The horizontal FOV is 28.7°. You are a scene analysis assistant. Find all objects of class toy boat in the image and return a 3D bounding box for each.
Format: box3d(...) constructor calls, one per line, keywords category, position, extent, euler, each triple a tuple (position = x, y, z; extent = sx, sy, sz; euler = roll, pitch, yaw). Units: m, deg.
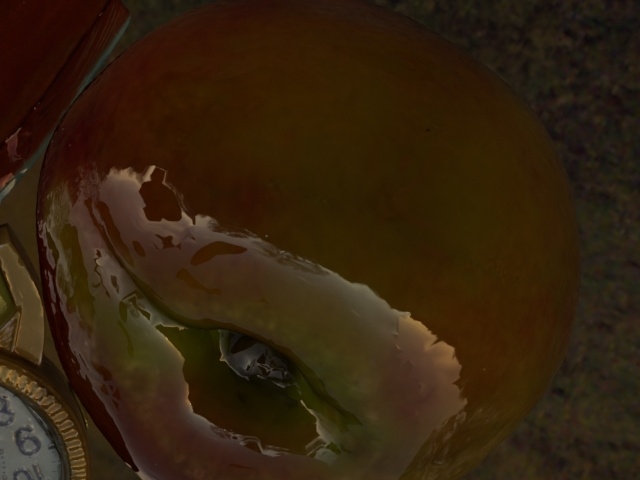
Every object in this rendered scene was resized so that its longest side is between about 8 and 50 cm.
box3d(category="toy boat", position=(-0.326, -0.125, 1.233), extent=(0.145, 0.332, 0.133), euler=(33, 163, 10))

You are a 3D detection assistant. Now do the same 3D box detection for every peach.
box3d(category="peach", position=(0.000, 0.000, 0.717), extent=(0.307, 0.332, 0.308), euler=(11, 125, 16))

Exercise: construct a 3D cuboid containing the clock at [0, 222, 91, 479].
box3d(category="clock", position=(-0.320, 0.135, 1.030), extent=(0.200, 0.244, 0.317), euler=(-130, 19, -72))
